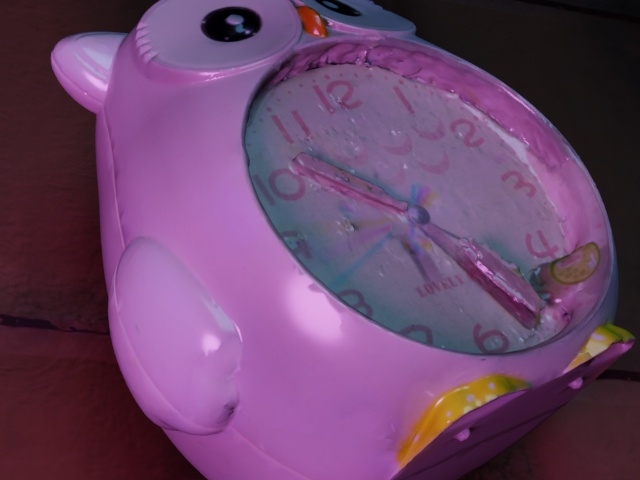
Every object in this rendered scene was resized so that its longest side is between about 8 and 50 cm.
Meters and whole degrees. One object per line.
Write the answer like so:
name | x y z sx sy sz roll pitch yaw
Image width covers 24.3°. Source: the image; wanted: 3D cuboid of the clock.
clock | 0.000 0.000 1.028 0.368 0.250 0.377 -18 64 -37
